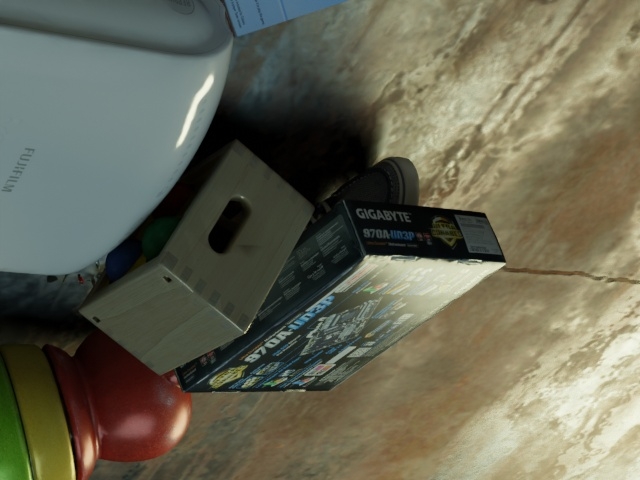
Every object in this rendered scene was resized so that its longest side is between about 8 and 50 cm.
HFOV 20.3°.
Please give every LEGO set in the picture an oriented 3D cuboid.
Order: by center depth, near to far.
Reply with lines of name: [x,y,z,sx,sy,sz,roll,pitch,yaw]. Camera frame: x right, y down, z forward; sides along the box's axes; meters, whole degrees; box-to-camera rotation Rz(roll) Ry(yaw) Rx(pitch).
LEGO set: [-0.194,0.016,1.420,0.054,0.023,0.083,-19,159,4]

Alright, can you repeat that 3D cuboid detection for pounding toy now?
pounding toy: [-0.106,0.003,1.364,0.094,0.181,0.206,41,144,-17]

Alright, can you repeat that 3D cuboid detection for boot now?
boot: [0.000,0.000,1.441,0.086,0.069,0.190,2,141,-36]

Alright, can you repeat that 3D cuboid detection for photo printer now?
photo printer: [-0.224,-0.087,1.184,0.308,0.107,0.256,7,138,-32]

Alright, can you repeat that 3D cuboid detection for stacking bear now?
stacking bear: [-0.247,0.149,1.465,0.289,0.164,0.175,-13,145,-16]

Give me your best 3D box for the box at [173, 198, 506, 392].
box: [0.012,0.049,1.404,0.175,0.051,0.220,4,146,-47]

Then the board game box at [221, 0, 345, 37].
board game box: [-0.019,-0.247,1.131,0.145,0.027,0.281,-17,145,0]
